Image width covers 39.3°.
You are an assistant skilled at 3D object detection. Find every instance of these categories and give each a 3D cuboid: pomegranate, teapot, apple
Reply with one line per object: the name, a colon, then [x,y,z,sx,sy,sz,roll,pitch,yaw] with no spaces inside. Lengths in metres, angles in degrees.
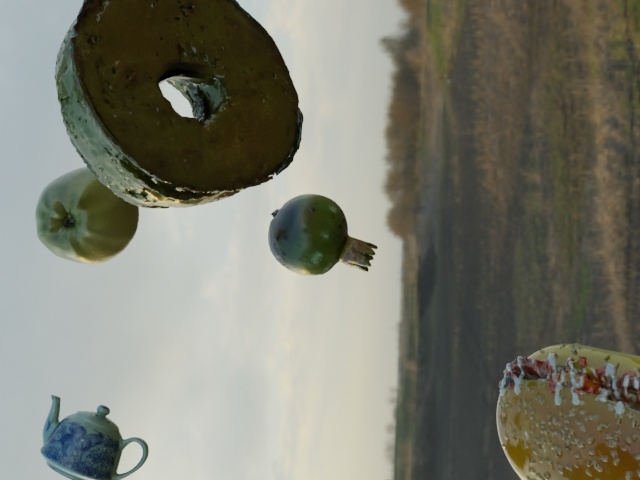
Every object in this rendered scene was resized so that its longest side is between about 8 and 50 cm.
pomegranate: [0.000,0.000,1.634,0.159,0.205,0.159,22,-90,-88]
teapot: [-0.453,0.396,1.776,0.159,0.232,0.159,23,-90,-84]
apple: [-0.433,-0.044,1.668,0.200,0.200,0.200,2,-90,-84]

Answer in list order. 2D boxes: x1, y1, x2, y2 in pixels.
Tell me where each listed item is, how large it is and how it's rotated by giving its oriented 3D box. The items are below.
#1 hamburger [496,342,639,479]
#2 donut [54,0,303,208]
hamburger: [0.369,0.257,1.201,0.151,0.295,0.227,3,-88,-46]
donut: [-0.153,-0.143,0.922,0.272,0.107,0.272,22,-125,-36]
